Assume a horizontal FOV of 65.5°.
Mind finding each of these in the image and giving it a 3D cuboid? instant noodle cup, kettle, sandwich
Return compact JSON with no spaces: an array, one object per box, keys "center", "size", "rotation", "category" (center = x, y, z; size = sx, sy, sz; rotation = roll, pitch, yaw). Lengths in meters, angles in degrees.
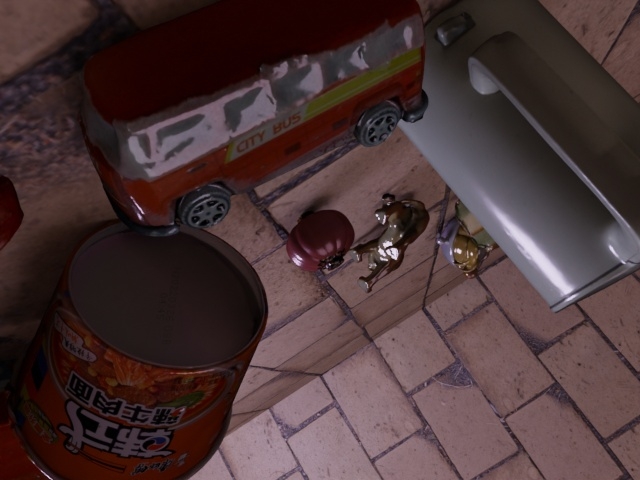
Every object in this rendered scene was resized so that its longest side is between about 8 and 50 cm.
[{"center":[-0.183,0.108,0.529],"size":[0.251,0.250,0.192],"rotation":[-13,143,-46],"category":"instant noodle cup"},{"center":[0.240,-0.109,0.525],"size":[0.205,0.317,0.265],"rotation":[-27,161,-13],"category":"kettle"},{"center":[0.454,-0.097,1.146],"size":[0.227,0.155,0.198],"rotation":[-44,158,30],"category":"sandwich"}]

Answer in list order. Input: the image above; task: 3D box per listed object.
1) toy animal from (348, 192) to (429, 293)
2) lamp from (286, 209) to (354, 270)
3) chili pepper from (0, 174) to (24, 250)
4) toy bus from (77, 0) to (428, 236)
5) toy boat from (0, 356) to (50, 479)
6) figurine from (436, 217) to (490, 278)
[{"center":[0.146,-0.002,1.016],"size":[0.158,0.097,0.312],"rotation":[-35,163,-34],"category":"toy animal"},{"center":[0.000,0.000,0.751],"size":[0.108,0.092,0.107],"rotation":[-29,163,-10],"category":"lamp"},{"center":[-0.307,0.009,0.271],"size":[0.253,0.144,0.136],"rotation":[-37,-178,-28],"category":"chili pepper"},{"center":[-0.049,-0.113,0.374],"size":[0.265,0.121,0.119],"rotation":[-28,152,-13],"category":"toy bus"},{"center":[-0.430,0.225,0.572],"size":[0.332,0.133,0.145],"rotation":[-14,125,-19],"category":"toy boat"},{"center":[0.410,-0.015,1.353],"size":[0.274,0.133,0.193],"rotation":[-46,143,-48],"category":"figurine"}]
